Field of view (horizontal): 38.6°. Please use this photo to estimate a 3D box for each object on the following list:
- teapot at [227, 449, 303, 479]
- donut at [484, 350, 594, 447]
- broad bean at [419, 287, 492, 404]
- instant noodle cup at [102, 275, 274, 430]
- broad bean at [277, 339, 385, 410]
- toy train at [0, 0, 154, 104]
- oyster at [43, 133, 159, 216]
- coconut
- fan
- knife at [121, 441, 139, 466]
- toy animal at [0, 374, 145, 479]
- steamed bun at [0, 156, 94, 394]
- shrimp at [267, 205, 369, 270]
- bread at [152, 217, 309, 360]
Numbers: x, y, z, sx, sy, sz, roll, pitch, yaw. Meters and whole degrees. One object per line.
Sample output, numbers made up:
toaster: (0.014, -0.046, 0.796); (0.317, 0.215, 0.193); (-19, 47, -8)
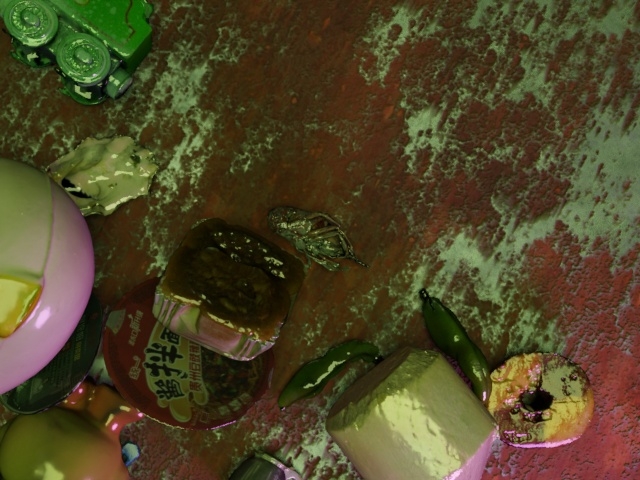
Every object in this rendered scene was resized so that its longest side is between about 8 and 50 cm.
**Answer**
teapot: (-0.089, 0.395, 1.490); (0.092, 0.124, 0.091); (18, 67, 35)
donut: (0.356, 0.263, 1.526); (0.184, 0.073, 0.166); (-14, 91, -4)
broad bean: (0.222, 0.169, 1.504); (0.048, 0.070, 0.214); (-13, 65, -31)
instant noodle cup: (-0.213, 0.188, 1.439); (0.273, 0.091, 0.274); (12, 52, -15)
broad bean: (0.012, 0.214, 1.509); (0.195, 0.046, 0.061); (-23, 89, -7)
toy train: (-0.381, -0.337, 1.442); (0.243, 0.132, 0.188); (38, 78, -3)
oyster: (-0.367, -0.097, 1.472); (0.209, 0.072, 0.133); (-36, 113, -12)
coconut: (0.154, 0.307, 1.428); (0.239, 0.239, 0.244); (-40, 92, -5)
fan: (-0.446, 0.168, 1.429); (0.012, 0.294, 0.223); (53, 47, -40)
knife: (-0.411, 0.429, 1.477); (0.296, 0.026, 0.044); (-42, 84, -4)
toy animal: (-0.410, 0.361, 1.381); (0.216, 0.191, 0.338); (23, 81, 5)
steamed bun: (-0.496, 0.058, 1.316); (0.334, 0.334, 0.374); (43, 119, -3)
shrimp: (0.000, 0.000, 1.501); (0.190, 0.075, 0.073); (32, 54, -14)
bread: (-0.141, 0.073, 1.425); (0.209, 0.110, 0.192); (27, 51, -3)
